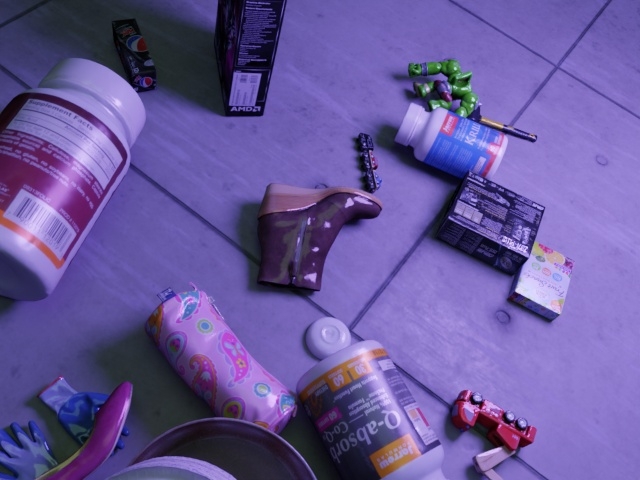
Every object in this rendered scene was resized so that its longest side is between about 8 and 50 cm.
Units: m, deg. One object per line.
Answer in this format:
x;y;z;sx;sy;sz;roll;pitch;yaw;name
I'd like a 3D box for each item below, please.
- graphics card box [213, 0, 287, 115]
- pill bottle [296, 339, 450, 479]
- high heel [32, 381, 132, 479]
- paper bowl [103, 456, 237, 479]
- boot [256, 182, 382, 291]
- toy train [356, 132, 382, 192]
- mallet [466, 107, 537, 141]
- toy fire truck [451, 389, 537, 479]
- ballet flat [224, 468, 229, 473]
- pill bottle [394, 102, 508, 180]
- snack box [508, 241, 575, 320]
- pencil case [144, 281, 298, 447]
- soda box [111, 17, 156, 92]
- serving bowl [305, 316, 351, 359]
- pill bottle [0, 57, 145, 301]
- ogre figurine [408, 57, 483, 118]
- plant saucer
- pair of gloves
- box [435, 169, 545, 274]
-0.147;-0.458;1.264;0.094;0.370;0.232;-5;61;-16;graphics card box
0.091;0.309;0.974;0.162;0.162;0.278;-21;66;-23;pill bottle
-0.364;0.304;0.895;0.117;0.082;0.243;26;72;-11;high heel
-0.203;0.423;0.775;0.285;0.148;0.284;0;77;0;paper bowl
0.000;0.000;1.206;0.249;0.090;0.206;5;70;-12;boot
0.106;-0.167;1.350;0.036;0.027;0.158;7;57;-22;toy train
0.426;-0.280;1.490;0.190;0.039;0.062;12;60;-10;mallet
0.300;0.356;1.061;0.192;0.047;0.135;29;58;6;toy fire truck
-0.048;0.393;0.942;0.233;0.073;0.080;18;57;-2;ballet flat
0.279;-0.213;1.358;0.222;0.124;0.124;24;57;2;pill bottle
0.450;0.079;1.270;0.100;0.037;0.141;27;57;5;snack box
-0.160;0.201;1.006;0.124;0.124;0.284;-34;70;-28;pencil case
-0.403;-0.401;1.354;0.053;0.060;0.168;-15;64;-22;soda box
0.016;0.172;1.119;0.084;0.027;0.083;5;58;-9;serving bowl
-0.469;-0.115;1.068;0.224;0.224;0.392;20;56;-1;pill bottle
0.294;-0.343;1.452;0.118;0.096;0.197;-24;54;-1;ogre figurine
-0.143;0.407;0.876;0.311;0.050;0.310;0;77;1;plant saucer
-0.395;0.302;0.949;0.159;0.023;0.198;38;59;9;pair of gloves
0.352;-0.038;1.295;0.180;0.077;0.147;26;57;4;box
